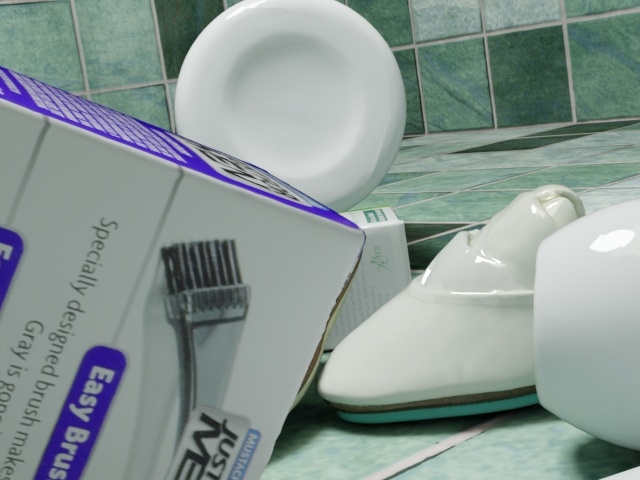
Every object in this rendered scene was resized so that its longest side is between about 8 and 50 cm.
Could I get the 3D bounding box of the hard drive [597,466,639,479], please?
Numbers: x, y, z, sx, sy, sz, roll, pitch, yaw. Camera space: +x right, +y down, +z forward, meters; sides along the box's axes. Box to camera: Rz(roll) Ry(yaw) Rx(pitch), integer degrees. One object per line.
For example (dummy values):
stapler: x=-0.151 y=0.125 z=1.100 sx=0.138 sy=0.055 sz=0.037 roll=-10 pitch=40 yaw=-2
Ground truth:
hard drive: x=0.107 y=0.126 z=0.306 sx=0.353 sy=0.047 sz=0.233 roll=-12 pitch=9 yaw=-22

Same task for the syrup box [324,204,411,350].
syrup box: x=-0.050 y=0.038 z=0.885 sx=0.236 sy=0.096 sz=0.093 roll=-7 pitch=9 yaw=0

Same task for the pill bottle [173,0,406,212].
pill bottle: x=-0.050 y=-0.130 z=1.261 sx=0.229 sy=0.229 sz=0.407 roll=-9 pitch=2 yaw=-7

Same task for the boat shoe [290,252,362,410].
boat shoe: x=-0.045 y=0.076 z=0.712 sx=0.095 sy=0.095 sz=0.257 roll=31 pitch=37 yaw=11

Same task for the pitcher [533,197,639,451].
pitcher: x=0.202 y=0.030 z=0.508 sx=0.207 sy=0.126 sz=0.178 roll=-1 pitch=-23 yaw=16

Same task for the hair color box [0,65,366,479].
hair color box: x=-0.177 y=0.017 z=0.339 sx=0.338 sy=0.185 sz=0.110 roll=21 pitch=7 yaw=-25

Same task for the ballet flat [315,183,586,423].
ballet flat: x=0.189 y=0.017 z=0.676 sx=0.400 sy=0.139 sz=0.139 roll=-8 pitch=8 yaw=4
